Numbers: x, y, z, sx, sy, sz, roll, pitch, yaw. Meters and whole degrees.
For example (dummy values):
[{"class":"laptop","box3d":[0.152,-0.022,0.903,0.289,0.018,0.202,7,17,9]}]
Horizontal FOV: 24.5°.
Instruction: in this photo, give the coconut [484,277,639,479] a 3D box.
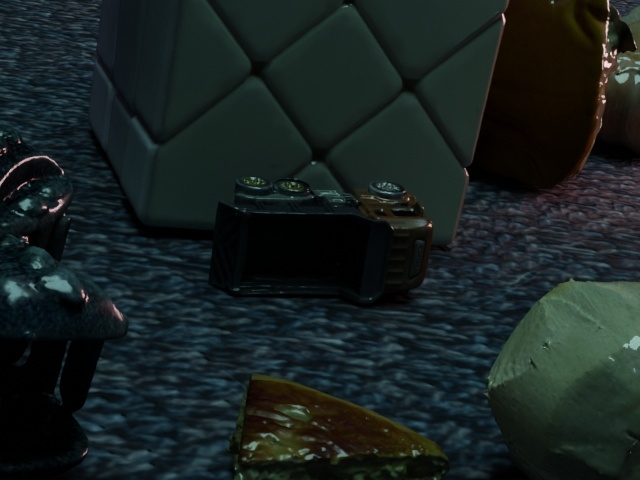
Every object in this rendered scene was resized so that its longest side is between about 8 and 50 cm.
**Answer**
[{"class":"coconut","box3d":[0.190,0.102,0.966,0.161,0.161,0.162,-1,22,-28]}]

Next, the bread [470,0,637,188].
[{"class":"bread","box3d":[0.214,-0.208,1.667,0.279,0.250,0.225,23,21,27]}]

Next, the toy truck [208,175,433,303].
[{"class":"toy truck","box3d":[0.000,0.000,1.248,0.192,0.083,0.092,1,22,-20]}]

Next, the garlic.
[{"class":"garlic","box3d":[0.412,-0.194,1.858,0.228,0.152,0.228,0,48,0]}]

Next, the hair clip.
[{"class":"hair clip","box3d":[-0.249,0.022,0.935,0.206,0.194,0.310,9,18,-22]}]

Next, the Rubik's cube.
[{"class":"Rubik's cube","box3d":[-0.032,-0.199,1.427,0.322,0.318,0.316,4,20,-19]}]

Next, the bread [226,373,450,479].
[{"class":"bread","box3d":[-0.015,0.127,0.942,0.154,0.054,0.136,3,22,-34]}]
